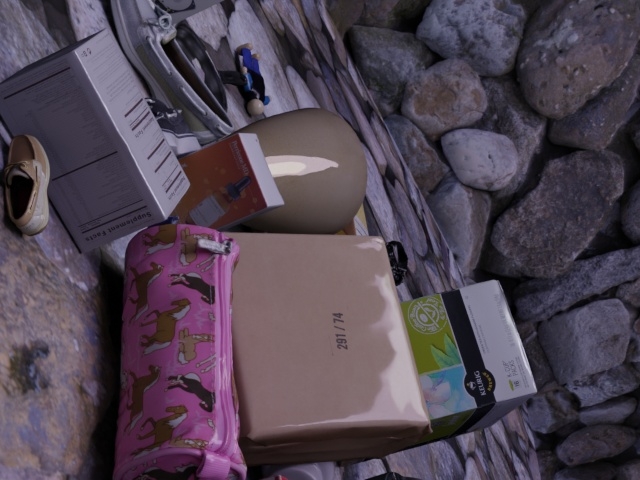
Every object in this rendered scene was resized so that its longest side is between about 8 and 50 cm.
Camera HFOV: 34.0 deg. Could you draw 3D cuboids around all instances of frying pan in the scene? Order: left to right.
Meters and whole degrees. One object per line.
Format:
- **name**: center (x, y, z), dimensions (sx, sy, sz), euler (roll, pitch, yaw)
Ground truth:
- **frying pan**: center (-0.230, -0.345, 2.050), dimensions (0.197, 0.053, 0.326), euler (63, 15, -19)

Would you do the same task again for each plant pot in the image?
- **plant pot**: center (-0.093, -0.119, 1.924), dimensions (0.274, 0.256, 0.256), euler (-8, 76, -56)

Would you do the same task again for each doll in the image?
- **doll**: center (-0.148, -0.351, 2.336), dimensions (0.129, 0.046, 0.189), euler (49, 24, -47)

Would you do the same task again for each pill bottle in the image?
- **pill bottle**: center (-0.030, 0.335, 1.687), dimensions (0.117, 0.117, 0.215), euler (62, 17, -20)

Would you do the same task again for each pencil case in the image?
- **pencil case**: center (-0.177, 0.152, 1.330), dimensions (0.167, 0.160, 0.386), euler (103, -14, -48)

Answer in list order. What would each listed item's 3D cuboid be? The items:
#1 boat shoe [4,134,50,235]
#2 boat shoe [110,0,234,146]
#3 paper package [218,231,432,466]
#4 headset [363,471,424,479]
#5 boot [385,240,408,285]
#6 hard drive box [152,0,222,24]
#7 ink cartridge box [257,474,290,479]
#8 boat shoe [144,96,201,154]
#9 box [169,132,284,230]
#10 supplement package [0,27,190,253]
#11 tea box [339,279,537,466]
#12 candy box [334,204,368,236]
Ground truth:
- **boat shoe**: center (-0.359, -0.074, 1.270), dimensions (0.045, 0.050, 0.135), euler (47, 26, -64)
- **boat shoe**: center (-0.260, -0.312, 1.811), dimensions (0.320, 0.103, 0.118), euler (66, 16, -10)
- **paper package**: center (-0.028, 0.165, 1.582), dimensions (0.309, 0.168, 0.325), euler (2, 61, -27)
- **headset**: center (0.125, 0.521, 1.704), dimensions (0.394, 0.185, 0.243), euler (44, 29, -60)
- **boot**: center (0.095, 0.063, 2.294), dimensions (0.094, 0.207, 0.246), euler (65, 15, -10)
- **hard drive box**: center (-0.244, -0.510, 1.889), dimensions (0.181, 0.232, 0.089), euler (49, 24, -47)
- **ink cartridge box**: center (-0.031, 0.474, 1.507), dimensions (0.273, 0.114, 0.197), euler (46, 26, -55)
- **boat shoe**: center (-0.264, -0.169, 1.607), dimensions (0.301, 0.108, 0.102), euler (-29, 97, -77)
- **box**: center (-0.168, -0.084, 1.690), dimensions (0.130, 0.170, 0.091), euler (68, 16, 1)
- **supplement package**: center (-0.299, -0.131, 1.383), dimensions (0.134, 0.139, 0.244), euler (-72, 139, -65)
- **tea box**: center (0.172, 0.250, 1.905), dimensions (0.329, 0.323, 0.220), euler (105, -30, -69)
- **candy box**: center (0.000, 0.000, 2.107), dimensions (0.087, 0.183, 0.316), euler (50, 24, -46)
